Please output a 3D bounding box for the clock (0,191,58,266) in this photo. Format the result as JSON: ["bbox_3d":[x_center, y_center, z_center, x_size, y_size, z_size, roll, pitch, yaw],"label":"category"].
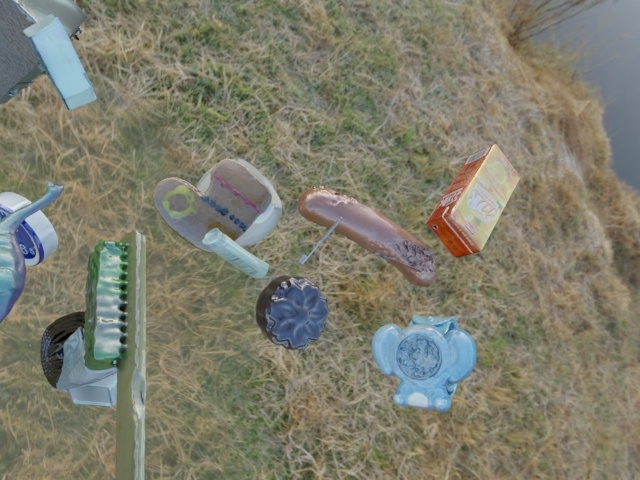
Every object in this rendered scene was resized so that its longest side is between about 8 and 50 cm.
[{"bbox_3d":[-0.907,-0.033,1.510,0.230,0.231,0.083,50,42,-12],"label":"clock"}]

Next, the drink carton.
[{"bbox_3d":[0.297,-0.078,0.964,0.096,0.071,0.222,48,56,-14],"label":"drink carton"}]

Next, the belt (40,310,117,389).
[{"bbox_3d":[-0.601,0.270,1.266,0.164,0.289,0.184,7,63,-52],"label":"belt"}]

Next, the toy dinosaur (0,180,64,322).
[{"bbox_3d":[-0.758,0.051,1.268,0.331,0.129,0.383,-25,76,-24],"label":"toy dinosaur"}]

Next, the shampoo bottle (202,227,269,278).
[{"bbox_3d":[-0.217,0.038,1.310,0.212,0.072,0.049,45,48,-49],"label":"shampoo bottle"}]

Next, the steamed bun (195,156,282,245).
[{"bbox_3d":[-0.302,-0.102,1.685,0.310,0.309,0.308,7,76,-29],"label":"steamed bun"}]

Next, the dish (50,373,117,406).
[{"bbox_3d":[-0.687,0.430,1.475,0.235,0.153,0.064,5,33,1],"label":"dish"}]

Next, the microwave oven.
[{"bbox_3d":[-1.002,-0.642,1.532,0.374,0.432,0.236,46,29,-35],"label":"microwave oven"}]

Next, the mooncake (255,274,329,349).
[{"bbox_3d":[-0.101,0.273,1.903,0.283,0.141,0.282,-3,97,-29],"label":"mooncake"}]

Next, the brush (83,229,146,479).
[{"bbox_3d":[-0.167,0.121,0.411,0.048,0.054,0.282,5,59,-31],"label":"brush"}]

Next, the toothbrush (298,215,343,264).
[{"bbox_3d":[0.000,0.000,0.730,0.008,0.097,0.006,39,20,-7],"label":"toothbrush"}]

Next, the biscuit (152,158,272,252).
[{"bbox_3d":[-0.301,-0.116,1.400,0.277,0.052,0.262,-44,104,-5],"label":"biscuit"}]

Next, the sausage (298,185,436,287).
[{"bbox_3d":[0.104,-0.006,0.917,0.327,0.087,0.079,31,48,-23],"label":"sausage"}]

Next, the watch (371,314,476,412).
[{"bbox_3d":[0.232,0.254,1.062,0.193,0.211,0.210,22,65,-61],"label":"watch"}]

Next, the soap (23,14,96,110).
[{"bbox_3d":[-0.702,-0.477,1.346,0.091,0.145,0.230,-33,136,-20],"label":"soap"}]
